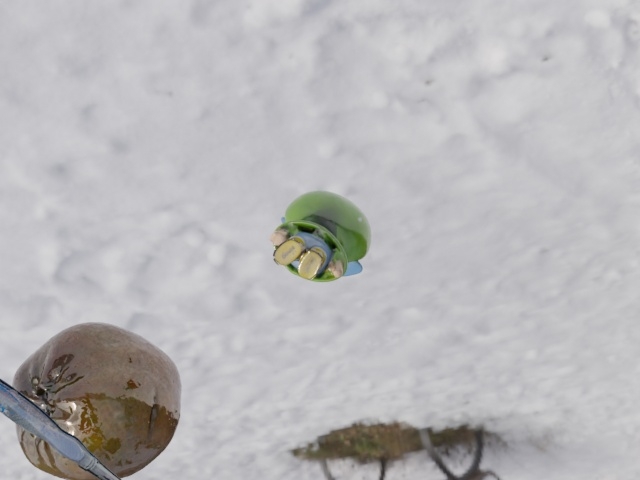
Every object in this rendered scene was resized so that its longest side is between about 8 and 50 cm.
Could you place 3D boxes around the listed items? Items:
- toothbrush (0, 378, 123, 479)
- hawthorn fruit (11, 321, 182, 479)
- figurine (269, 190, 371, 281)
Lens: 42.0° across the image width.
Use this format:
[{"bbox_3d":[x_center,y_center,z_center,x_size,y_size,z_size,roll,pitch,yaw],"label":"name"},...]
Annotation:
[{"bbox_3d":[-0.361,0.285,1.170,0.042,0.035,0.413,9,145,43],"label":"toothbrush"},{"bbox_3d":[-0.364,0.277,1.436,0.267,0.268,0.300,-22,159,26],"label":"hawthorn fruit"},{"bbox_3d":[0.000,0.000,1.370,0.162,0.143,0.263,25,-164,7],"label":"figurine"}]
